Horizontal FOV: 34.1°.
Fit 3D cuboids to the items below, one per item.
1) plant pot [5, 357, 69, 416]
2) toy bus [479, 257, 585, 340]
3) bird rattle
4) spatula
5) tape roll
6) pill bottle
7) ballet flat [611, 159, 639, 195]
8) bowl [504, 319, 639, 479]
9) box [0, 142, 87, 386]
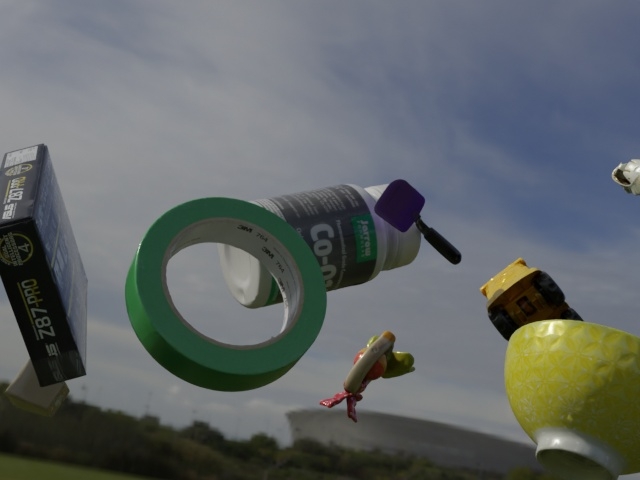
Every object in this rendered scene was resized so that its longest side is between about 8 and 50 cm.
[{"bbox_3d":[-0.627,0.335,2.347,0.096,0.109,0.109,28,-24,9],"label":"plant pot"},{"bbox_3d":[0.435,0.149,2.176,0.220,0.149,0.211,50,5,-15],"label":"toy bus"},{"bbox_3d":[0.107,0.315,2.558,0.143,0.253,0.207,45,-27,22],"label":"bird rattle"},{"bbox_3d":[0.202,-0.024,2.018,0.030,0.084,0.296,29,-6,42],"label":"spatula"},{"bbox_3d":[-0.151,0.083,1.694,0.321,0.321,0.077,14,-34,-17],"label":"tape roll"},{"bbox_3d":[0.000,0.000,2.028,0.361,0.204,0.204,-13,-1,-27],"label":"pill bottle"},{"bbox_3d":[0.481,-0.099,1.601,0.052,0.057,0.168,34,-1,2],"label":"ballet flat"},{"bbox_3d":[0.382,0.254,1.478,0.289,0.156,0.289,21,-27,11],"label":"bowl"},{"bbox_3d":[-0.511,0.032,1.928,0.097,0.318,0.395,-16,26,-5],"label":"box"}]
